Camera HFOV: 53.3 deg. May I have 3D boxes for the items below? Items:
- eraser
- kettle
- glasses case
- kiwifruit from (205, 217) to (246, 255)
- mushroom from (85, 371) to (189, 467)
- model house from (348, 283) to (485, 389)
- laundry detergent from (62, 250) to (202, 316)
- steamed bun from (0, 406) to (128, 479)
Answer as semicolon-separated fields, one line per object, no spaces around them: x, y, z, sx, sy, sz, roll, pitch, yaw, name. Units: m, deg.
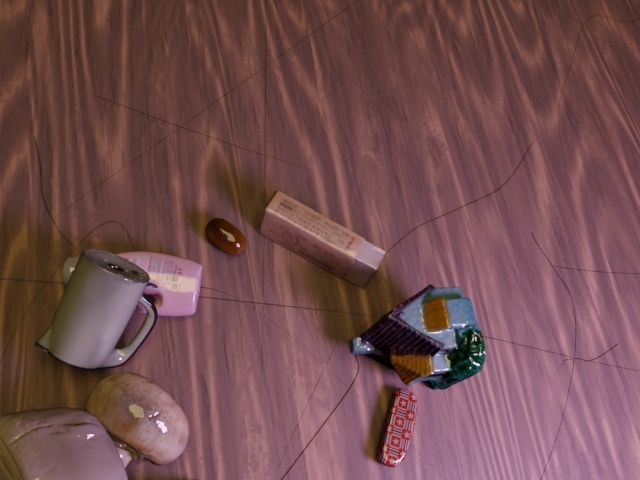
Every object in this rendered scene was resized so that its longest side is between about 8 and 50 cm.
0.000;0.000;1.734;0.343;0.144;0.078;29;61;2;eraser
-0.505;0.176;1.502;0.240;0.165;0.255;24;94;-31;kettle
0.195;0.472;1.604;0.073;0.049;0.195;21;63;-3;glasses case
-0.256;-0.010;1.725;0.124;0.075;0.075;41;64;4;kiwifruit
-0.421;0.407;1.429;0.253;0.189;0.195;32;61;8;mushroom
0.220;0.251;1.584;0.248;0.280;0.230;-2;64;-19;model house
-0.476;0.102;1.617;0.335;0.088;0.159;8;73;-7;laundry detergent
-0.531;0.492;1.278;0.247;0.236;0.383;-2;44;-49;steamed bun
